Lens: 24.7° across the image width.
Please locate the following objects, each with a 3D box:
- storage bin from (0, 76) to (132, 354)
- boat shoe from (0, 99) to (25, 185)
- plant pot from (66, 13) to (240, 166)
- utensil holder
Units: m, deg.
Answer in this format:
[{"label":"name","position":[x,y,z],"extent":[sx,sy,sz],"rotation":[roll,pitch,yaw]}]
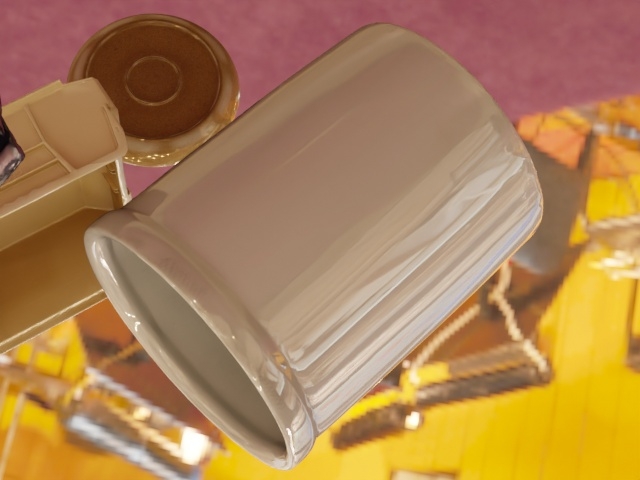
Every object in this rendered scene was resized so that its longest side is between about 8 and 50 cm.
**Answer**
[{"label":"storage bin","position":[-0.319,-0.015,1.562],"extent":[0.260,0.123,0.262],"rotation":[-28,154,-17]},{"label":"boat shoe","position":[-0.380,-0.038,1.097],"extent":[0.340,0.158,0.127],"rotation":[-38,150,8]},{"label":"plant pot","position":[-0.227,-0.212,1.982],"extent":[0.236,0.236,0.032],"rotation":[12,157,0]},{"label":"utensil holder","position":[0.000,0.000,1.560],"extent":[0.327,0.385,0.327],"rotation":[43,160,20]}]
